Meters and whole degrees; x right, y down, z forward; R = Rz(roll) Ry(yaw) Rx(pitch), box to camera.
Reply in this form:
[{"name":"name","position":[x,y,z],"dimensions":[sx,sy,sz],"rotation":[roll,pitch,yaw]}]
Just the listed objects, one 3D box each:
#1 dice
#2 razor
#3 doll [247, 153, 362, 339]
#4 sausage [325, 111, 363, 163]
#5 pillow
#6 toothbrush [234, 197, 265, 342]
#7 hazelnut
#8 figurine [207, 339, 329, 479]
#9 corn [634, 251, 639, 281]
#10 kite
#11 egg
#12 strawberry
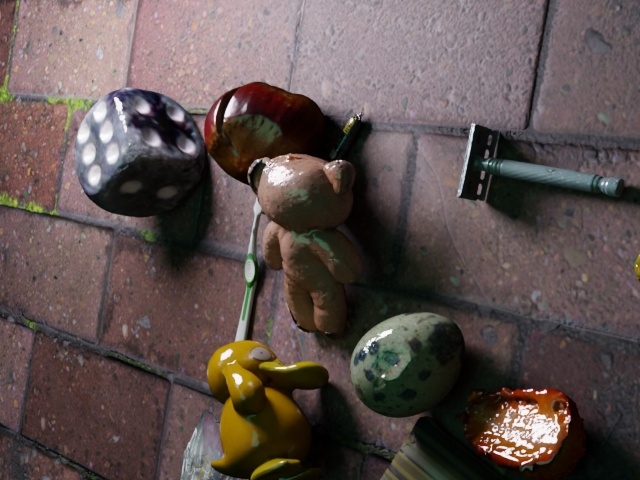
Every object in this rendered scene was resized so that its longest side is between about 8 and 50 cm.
[{"name":"dice","position":[-0.338,-0.162,1.963],"dimensions":[0.181,0.183,0.182],"rotation":[-45,54,33]},{"name":"razor","position":[0.296,-0.091,1.419],"dimensions":[0.232,0.068,0.106],"rotation":[13,95,40]},{"name":"doll","position":[0.000,0.000,1.667],"dimensions":[0.201,0.156,0.303],"rotation":[9,120,37]},{"name":"sausage","position":[0.018,-0.125,1.716],"dimensions":[0.028,0.025,0.198],"rotation":[48,116,34]},{"name":"pillow","position":[0.160,0.386,1.477],"dimensions":[0.208,0.052,0.212],"rotation":[36,93,38]},{"name":"toothbrush","position":[-0.122,0.060,1.827],"dimensions":[0.030,0.030,0.304],"rotation":[14,95,45]},{"name":"hazelnut","position":[-0.086,-0.177,1.741],"dimensions":[0.204,0.178,0.178],"rotation":[-10,77,38]},{"name":"figurine","position":[-0.093,0.273,1.667],"dimensions":[0.215,0.215,0.228],"rotation":[-11,64,43]},{"name":"corn","position":[0.504,0.082,1.149],"dimensions":[0.363,0.120,0.120],"rotation":[28,105,44]},{"name":"kite","position":[-0.137,0.442,1.800],"dimensions":[0.360,0.022,0.204],"rotation":[23,101,45]},{"name":"egg","position":[0.126,0.173,1.492],"dimensions":[0.181,0.141,0.141],"rotation":[-37,60,26]},{"name":"strawberry","position":[0.273,0.250,1.390],"dimensions":[0.188,0.082,0.121],"rotation":[13,74,54]}]
